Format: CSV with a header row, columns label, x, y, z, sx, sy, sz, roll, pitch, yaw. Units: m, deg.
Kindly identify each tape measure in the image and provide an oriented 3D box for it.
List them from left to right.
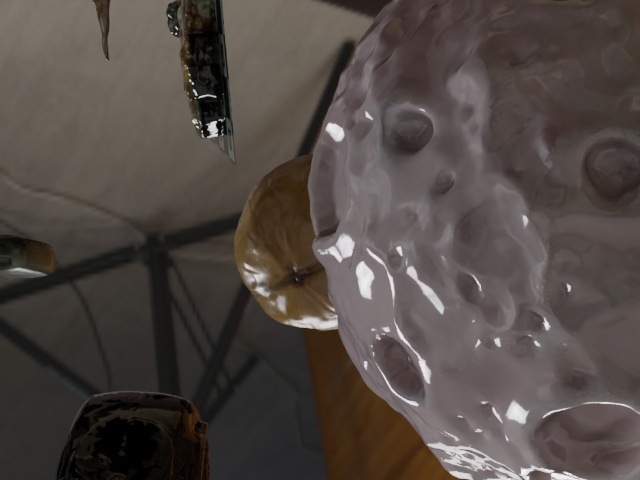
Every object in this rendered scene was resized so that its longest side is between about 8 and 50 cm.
label,x,y,z,sx,sy,sz,roll,pitch,yaw
tape measure,-0.160,0.230,1.126,0.135,0.223,0.202,5,109,0

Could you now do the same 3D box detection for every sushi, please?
label,x,y,z,sx,sy,sz,roll,pitch,yaw
sushi,-0.197,-0.301,2.091,0.064,0.359,0.343,-6,103,-9

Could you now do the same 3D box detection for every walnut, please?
label,x,y,z,sx,sy,sz,roll,pitch,yaw
walnut,0.000,0.000,1.545,0.195,0.222,0.195,1,110,4

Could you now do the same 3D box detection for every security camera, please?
label,x,y,z,sx,sy,sz,roll,pitch,yaw
security camera,-0.221,0.006,0.913,0.058,0.058,0.092,-23,166,15

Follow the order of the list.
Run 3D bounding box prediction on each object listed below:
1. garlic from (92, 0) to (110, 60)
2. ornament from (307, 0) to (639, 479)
label,x,y,z,sx,sy,sz,roll,pitch,yaw
garlic,-0.191,-0.254,1.125,0.090,0.128,0.198,5,159,2
ornament,0.124,-0.016,0.552,0.259,0.259,0.225,-2,178,-12
